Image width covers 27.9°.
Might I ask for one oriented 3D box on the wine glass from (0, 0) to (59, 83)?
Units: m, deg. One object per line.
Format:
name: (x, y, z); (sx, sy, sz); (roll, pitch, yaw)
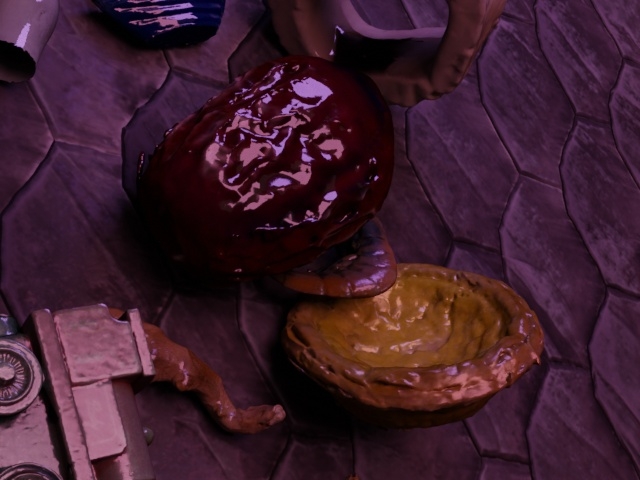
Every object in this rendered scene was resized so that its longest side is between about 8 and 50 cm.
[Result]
wine glass: (-0.370, -0.295, 1.609); (0.093, 0.093, 0.202); (26, 53, -26)

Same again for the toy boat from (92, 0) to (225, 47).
toy boat: (-0.264, -0.393, 1.768); (0.318, 0.072, 0.219); (48, 44, -4)

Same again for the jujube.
jujube: (-0.062, -0.089, 1.653); (0.377, 0.258, 0.258); (-36, 92, -32)

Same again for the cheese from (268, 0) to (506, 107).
cheese: (0.104, -0.343, 1.843); (0.153, 0.332, 0.292); (-54, 142, -40)

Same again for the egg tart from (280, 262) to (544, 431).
egg tart: (0.119, 0.149, 1.667); (0.345, 0.345, 0.132); (-27, 124, -44)

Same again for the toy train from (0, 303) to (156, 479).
toy train: (-0.271, 0.215, 1.363); (0.222, 0.150, 0.304); (-6, 70, -31)

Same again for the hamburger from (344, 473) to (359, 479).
hamburger: (-0.025, 0.385, 1.502); (0.262, 0.124, 0.131); (-32, 89, -43)

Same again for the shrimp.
shrimp: (0.000, 0.000, 1.757); (0.198, 0.051, 0.262); (4, 32, -6)

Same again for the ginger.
ginger: (-0.172, 0.158, 1.541); (0.288, 0.075, 0.089); (34, 26, -14)
